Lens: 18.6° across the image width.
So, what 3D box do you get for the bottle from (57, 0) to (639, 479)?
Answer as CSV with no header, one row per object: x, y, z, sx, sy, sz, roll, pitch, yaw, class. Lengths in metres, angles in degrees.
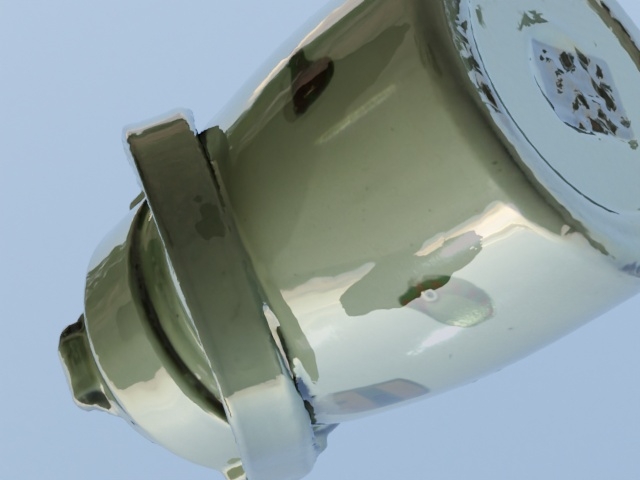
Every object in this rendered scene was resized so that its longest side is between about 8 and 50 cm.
0.000,0.000,1.031,0.351,0.229,0.229,-33,-132,35,bottle
